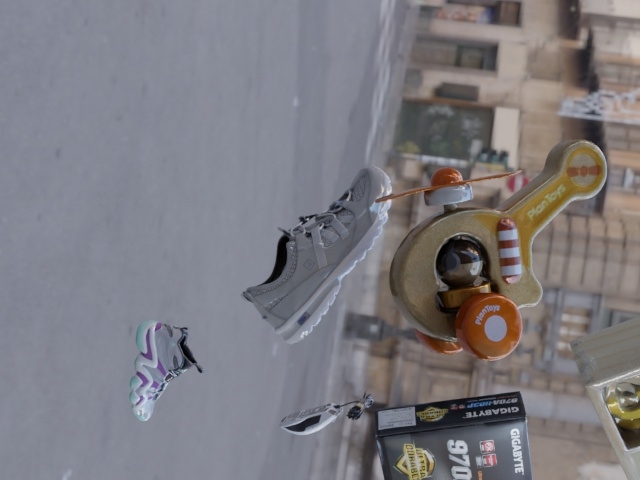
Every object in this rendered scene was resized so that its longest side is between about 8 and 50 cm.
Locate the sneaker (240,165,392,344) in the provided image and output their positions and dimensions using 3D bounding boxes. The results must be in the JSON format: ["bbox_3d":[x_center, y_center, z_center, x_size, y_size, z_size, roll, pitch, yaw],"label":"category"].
[{"bbox_3d":[0.000,0.000,1.388,0.281,0.115,0.105,-57,-168,-20],"label":"sneaker"}]

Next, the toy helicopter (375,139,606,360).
[{"bbox_3d":[0.228,-0.025,1.301,0.355,0.235,0.140,-39,-168,-18],"label":"toy helicopter"}]

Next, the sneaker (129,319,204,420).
[{"bbox_3d":[-0.146,0.129,0.976,0.038,0.069,0.098,-17,111,-78],"label":"sneaker"}]

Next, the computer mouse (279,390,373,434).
[{"bbox_3d":[0.011,0.356,2.031,0.106,0.193,0.042,-38,110,-73],"label":"computer mouse"}]

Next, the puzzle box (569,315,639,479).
[{"bbox_3d":[0.404,0.184,0.855,0.409,0.272,0.052,57,17,-35],"label":"puzzle box"}]

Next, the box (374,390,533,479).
[{"bbox_3d":[0.167,0.288,1.216,0.051,0.175,0.220,-87,167,-59],"label":"box"}]
